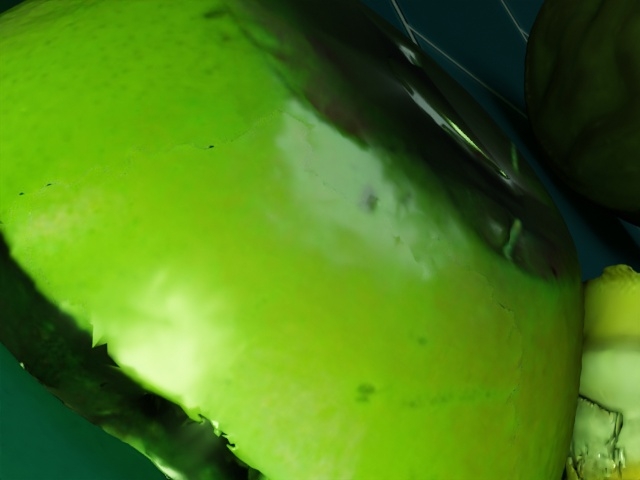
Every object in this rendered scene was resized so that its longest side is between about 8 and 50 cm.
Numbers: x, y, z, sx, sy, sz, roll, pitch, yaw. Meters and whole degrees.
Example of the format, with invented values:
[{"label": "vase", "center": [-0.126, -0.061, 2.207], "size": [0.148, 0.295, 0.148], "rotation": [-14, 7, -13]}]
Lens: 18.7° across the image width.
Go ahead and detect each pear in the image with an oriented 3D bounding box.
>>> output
[{"label": "pear", "center": [0.002, -0.004, 0.965], "size": [0.399, 0.165, 0.399], "rotation": [40, 18, -16]}]

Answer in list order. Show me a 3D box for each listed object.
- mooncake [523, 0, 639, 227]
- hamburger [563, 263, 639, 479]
[{"label": "mooncake", "center": [0.331, -0.152, 1.853], "size": [0.155, 0.284, 0.284], "rotation": [14, 36, -48]}, {"label": "hamburger", "center": [0.247, 0.138, 1.089], "size": [0.276, 0.237, 0.276], "rotation": [9, -6, 1]}]
